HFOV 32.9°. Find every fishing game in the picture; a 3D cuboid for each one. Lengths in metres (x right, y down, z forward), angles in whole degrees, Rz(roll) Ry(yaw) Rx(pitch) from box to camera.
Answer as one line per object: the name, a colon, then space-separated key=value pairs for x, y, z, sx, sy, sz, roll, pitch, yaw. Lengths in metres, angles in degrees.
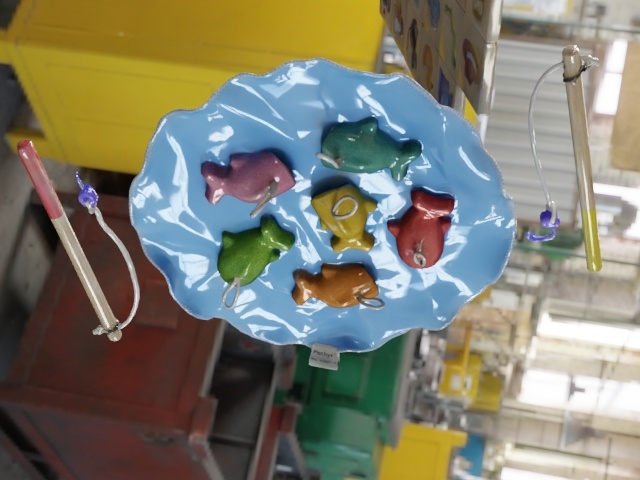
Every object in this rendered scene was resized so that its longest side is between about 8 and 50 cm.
fishing game: x=0.000 y=0.000 z=0.512 sx=0.041 sy=0.264 sz=0.189 roll=-88 pitch=169 yaw=-45

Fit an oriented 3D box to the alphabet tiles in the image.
alphabet tiles: x=0.063 y=-0.174 z=0.595 sx=0.237 sy=0.009 sz=0.198 roll=-106 pitch=-165 yaw=-55
